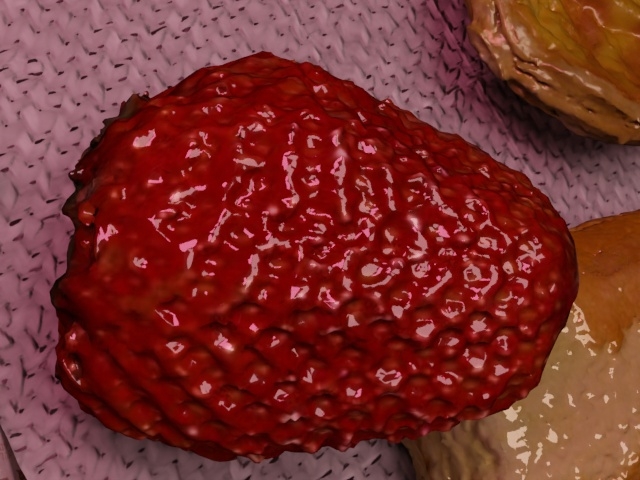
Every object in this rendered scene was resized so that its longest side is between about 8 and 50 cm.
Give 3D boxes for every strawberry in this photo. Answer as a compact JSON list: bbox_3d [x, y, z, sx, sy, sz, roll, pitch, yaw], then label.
[{"bbox_3d":[0.000,0.000,0.793,0.351,0.267,0.312,4,50,13],"label":"strawberry"}]

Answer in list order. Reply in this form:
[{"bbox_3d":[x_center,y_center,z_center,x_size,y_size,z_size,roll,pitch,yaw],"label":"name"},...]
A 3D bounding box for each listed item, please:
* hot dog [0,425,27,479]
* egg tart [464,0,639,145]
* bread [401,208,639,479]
[{"bbox_3d":[-0.240,0.177,0.768,0.099,0.053,0.192,-20,87,-31],"label":"hot dog"},{"bbox_3d":[0.260,-0.227,1.121,0.341,0.132,0.341,10,69,-27],"label":"egg tart"},{"bbox_3d":[0.234,0.098,0.985,0.375,0.165,0.236,-15,80,-30],"label":"bread"}]
